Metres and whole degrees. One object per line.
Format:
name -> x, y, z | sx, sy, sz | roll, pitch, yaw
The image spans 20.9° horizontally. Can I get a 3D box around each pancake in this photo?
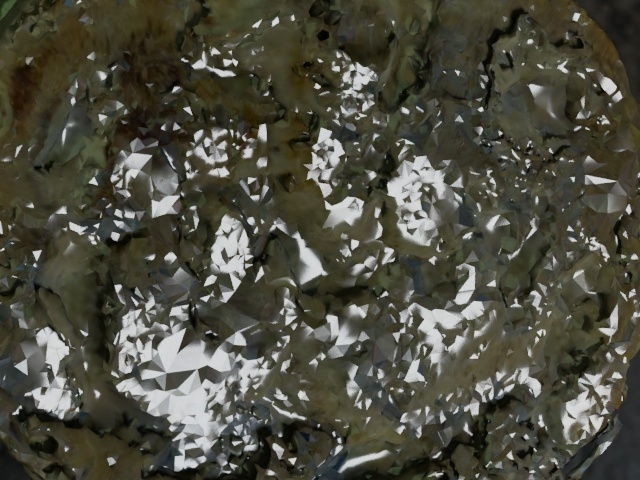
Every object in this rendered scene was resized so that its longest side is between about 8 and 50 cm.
pancake -> 0.001, 0.000, 0.603 | 0.282, 0.049, 0.283 | -5, 101, -24

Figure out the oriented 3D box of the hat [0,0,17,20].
hat -> -0.137, -0.086, 0.615 | 0.257, 0.130, 0.257 | -6, 103, -29
